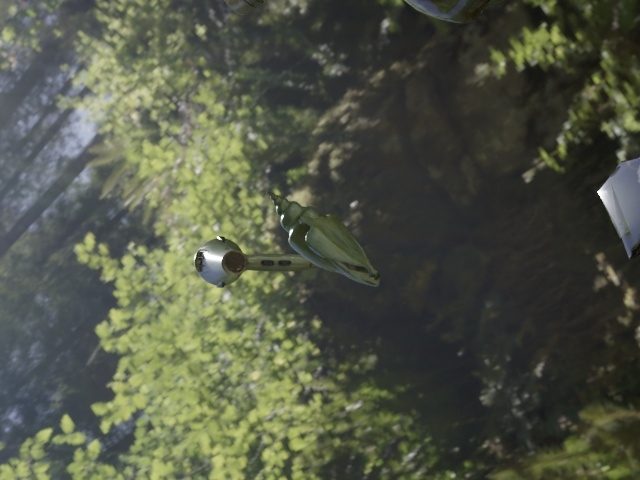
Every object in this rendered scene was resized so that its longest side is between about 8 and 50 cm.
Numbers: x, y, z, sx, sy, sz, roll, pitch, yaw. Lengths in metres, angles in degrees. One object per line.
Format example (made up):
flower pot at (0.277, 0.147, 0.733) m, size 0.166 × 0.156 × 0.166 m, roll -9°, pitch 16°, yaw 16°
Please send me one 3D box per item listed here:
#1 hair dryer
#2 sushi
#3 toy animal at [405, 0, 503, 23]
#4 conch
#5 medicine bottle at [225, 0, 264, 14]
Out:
hair dryer at (-0.065, 0.031, 1.383) m, size 0.199 × 0.167 × 0.068 m, roll 2°, pitch -89°, yaw -1°
sushi at (0.492, -0.096, 1.414) m, size 0.109 × 0.273 × 0.134 m, roll 6°, pitch -131°, yaw -22°
toy animal at (0.081, -0.149, 0.455) m, size 0.138 × 0.236 × 0.108 m, roll -22°, pitch -88°, yaw -39°
conch at (0.004, -0.005, 1.324) m, size 0.180 × 0.088 × 0.065 m, roll 38°, pitch -104°, yaw 4°
medicine bottle at (-0.070, -0.312, 1.270) m, size 0.058 × 0.091 × 0.058 m, roll 41°, pitch -148°, yaw -34°
